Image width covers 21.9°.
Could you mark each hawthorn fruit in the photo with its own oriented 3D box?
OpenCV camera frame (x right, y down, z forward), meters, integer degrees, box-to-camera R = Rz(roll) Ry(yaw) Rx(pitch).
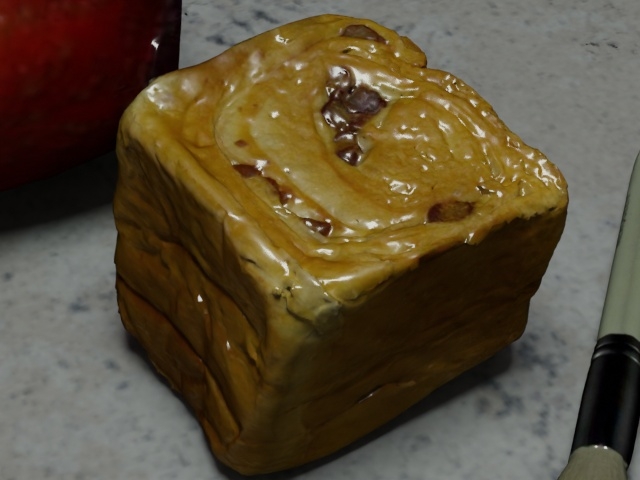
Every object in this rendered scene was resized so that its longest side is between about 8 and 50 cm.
[{"bbox_3d":[-0.187,-0.117,0.805,0.249,0.215,0.215,-21,48,-10],"label":"hawthorn fruit"}]

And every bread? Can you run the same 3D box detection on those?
[{"bbox_3d":[0.000,0.000,0.717,0.158,0.143,0.149,-24,56,-22],"label":"bread"}]

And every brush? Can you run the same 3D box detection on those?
[{"bbox_3d":[0.141,0.041,0.750,0.042,0.039,0.299,-22,29,36],"label":"brush"}]
